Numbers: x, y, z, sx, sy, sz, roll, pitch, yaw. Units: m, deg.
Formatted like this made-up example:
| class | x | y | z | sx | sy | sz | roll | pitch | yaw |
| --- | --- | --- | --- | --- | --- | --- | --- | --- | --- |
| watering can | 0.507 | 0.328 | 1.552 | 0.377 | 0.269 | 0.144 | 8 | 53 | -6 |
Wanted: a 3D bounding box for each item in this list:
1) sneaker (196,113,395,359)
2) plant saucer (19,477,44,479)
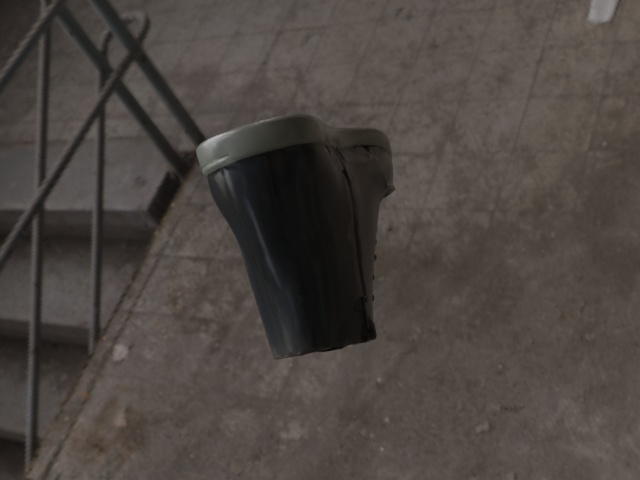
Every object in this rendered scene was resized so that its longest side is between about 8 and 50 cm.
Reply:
| class | x | y | z | sx | sy | sz | roll | pitch | yaw |
| --- | --- | --- | --- | --- | --- | --- | --- | --- | --- |
| sneaker | 0.000 | 0.000 | 0.509 | 0.083 | 0.222 | 0.118 | -15 | 89 | 19 |
| plant saucer | -0.282 | 0.218 | 0.533 | 0.311 | 0.310 | 0.050 | -27 | 82 | 6 |
